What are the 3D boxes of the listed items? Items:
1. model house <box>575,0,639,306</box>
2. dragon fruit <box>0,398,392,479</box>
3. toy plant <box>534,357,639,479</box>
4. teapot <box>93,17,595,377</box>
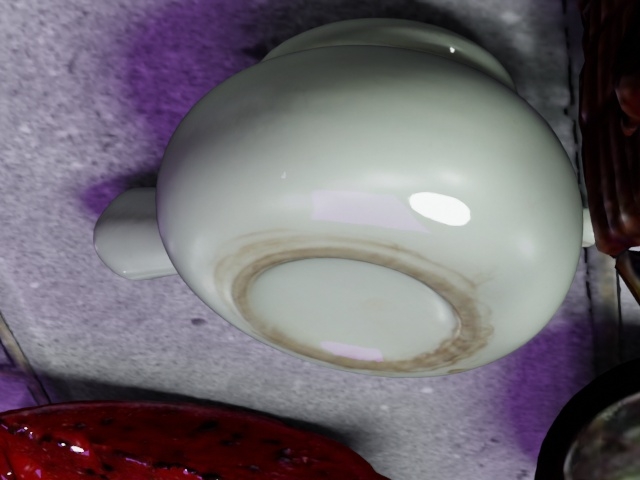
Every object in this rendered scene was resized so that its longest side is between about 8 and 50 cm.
[{"bbox_3d":[0.232,-0.109,0.538,0.282,0.297,0.317,56,146,11],"label":"model house"},{"bbox_3d":[-0.061,0.197,1.123,0.344,0.100,0.282,10,145,17],"label":"dragon fruit"},{"bbox_3d":[0.228,0.157,0.906,0.218,0.175,0.235,13,172,19],"label":"toy plant"},{"bbox_3d":[-0.020,-0.020,0.780,0.318,0.149,0.220,-1,147,23],"label":"teapot"}]
